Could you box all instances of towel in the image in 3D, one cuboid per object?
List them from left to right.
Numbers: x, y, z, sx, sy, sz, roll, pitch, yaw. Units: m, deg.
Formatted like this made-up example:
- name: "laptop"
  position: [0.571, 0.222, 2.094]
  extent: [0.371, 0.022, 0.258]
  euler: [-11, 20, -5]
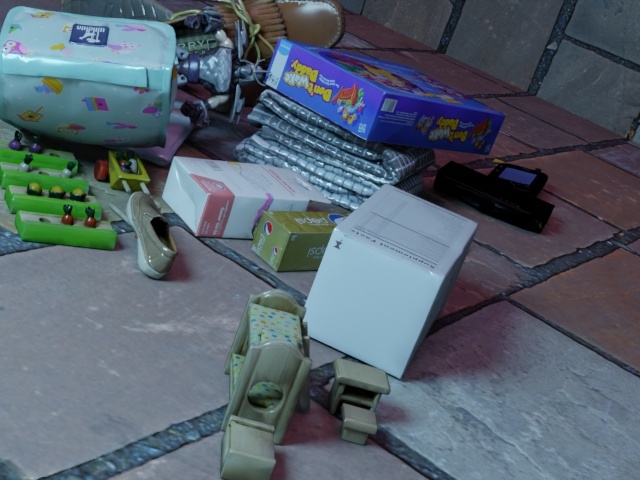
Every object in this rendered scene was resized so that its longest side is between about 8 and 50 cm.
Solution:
- name: "towel"
  position: [0.030, -0.156, 1.681]
  extent: [0.284, 0.121, 0.235]
  euler: [25, 20, 12]

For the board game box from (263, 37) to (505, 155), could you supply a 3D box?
- name: "board game box"
  position: [0.112, -0.231, 1.678]
  extent: [0.233, 0.078, 0.347]
  euler: [34, 21, 35]

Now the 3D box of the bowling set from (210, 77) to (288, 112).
- name: "bowling set"
  position: [-0.063, -0.304, 1.912]
  extent: [0.200, 0.154, 0.287]
  euler: [22, 21, 6]

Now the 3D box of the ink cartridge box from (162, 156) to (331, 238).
- name: "ink cartridge box"
  position: [-0.097, -0.054, 1.385]
  extent: [0.198, 0.067, 0.115]
  euler: [2, 27, -36]

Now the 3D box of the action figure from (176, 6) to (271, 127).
- name: "action figure"
  position: [-0.219, -0.268, 1.592]
  extent: [0.285, 0.185, 0.099]
  euler: [4, -6, -6]

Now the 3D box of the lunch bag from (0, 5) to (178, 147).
- name: "lunch bag"
  position: [-0.298, -0.209, 1.327]
  extent: [0.224, 0.160, 0.262]
  euler: [5, -2, -9]

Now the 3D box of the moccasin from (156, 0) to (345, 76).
- name: "moccasin"
  position: [-0.148, -0.337, 1.697]
  extent: [0.380, 0.139, 0.147]
  euler: [-3, 10, 2]

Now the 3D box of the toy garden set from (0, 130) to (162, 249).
- name: "toy garden set"
  position: [-0.286, -0.067, 1.266]
  extent: [0.204, 0.049, 0.244]
  euler: [7, 24, -31]

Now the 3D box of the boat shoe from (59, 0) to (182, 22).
- name: "boat shoe"
  position: [-0.336, -0.411, 1.964]
  extent: [0.355, 0.132, 0.130]
  euler: [31, 23, 22]

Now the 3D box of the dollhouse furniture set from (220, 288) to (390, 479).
- name: "dollhouse furniture set"
  position: [0.001, 0.141, 0.938]
  extent: [0.161, 0.101, 0.182]
  euler: [16, 21, -11]

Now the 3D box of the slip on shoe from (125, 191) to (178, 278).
- name: "slip on shoe"
  position: [-0.192, -0.015, 1.187]
  extent: [0.051, 0.041, 0.135]
  euler: [29, 28, -33]

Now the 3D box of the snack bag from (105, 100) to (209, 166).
- name: "snack bag"
  position: [-0.357, -0.219, 1.600]
  extent: [0.343, 0.037, 0.323]
  euler: [20, 20, -2]

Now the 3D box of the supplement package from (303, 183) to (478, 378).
- name: "supplement package"
  position: [0.085, 0.040, 1.223]
  extent: [0.139, 0.133, 0.244]
  euler: [25, 21, 10]

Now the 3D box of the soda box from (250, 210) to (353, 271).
- name: "soda box"
  position: [0.000, 0.000, 1.351]
  extent: [0.181, 0.058, 0.061]
  euler: [-1, 30, -44]

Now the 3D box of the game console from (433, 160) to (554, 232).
- name: "game console"
  position: [0.349, -0.107, 1.961]
  extent: [0.213, 0.044, 0.361]
  euler: [25, 21, 12]
